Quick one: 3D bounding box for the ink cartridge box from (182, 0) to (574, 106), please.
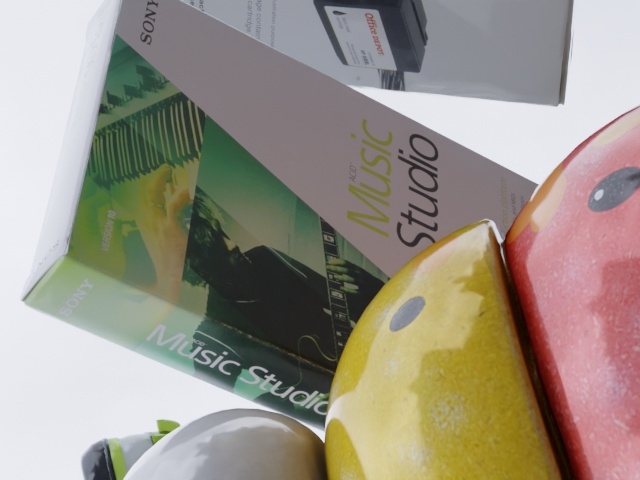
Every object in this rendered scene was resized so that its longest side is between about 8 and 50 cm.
[{"bbox_3d":[0.056,-0.205,1.273,0.223,0.307,0.129,-60,-25,-69],"label":"ink cartridge box"}]

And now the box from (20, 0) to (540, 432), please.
[{"bbox_3d":[0.000,0.000,0.906,0.322,0.058,0.232,24,-137,-21],"label":"box"}]

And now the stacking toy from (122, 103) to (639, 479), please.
[{"bbox_3d":[0.124,0.085,0.672,0.350,0.480,0.351,-19,-90,-83],"label":"stacking toy"}]

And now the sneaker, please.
[{"bbox_3d":[-0.097,0.220,1.126,0.097,0.084,0.235,-20,-46,-5],"label":"sneaker"}]
